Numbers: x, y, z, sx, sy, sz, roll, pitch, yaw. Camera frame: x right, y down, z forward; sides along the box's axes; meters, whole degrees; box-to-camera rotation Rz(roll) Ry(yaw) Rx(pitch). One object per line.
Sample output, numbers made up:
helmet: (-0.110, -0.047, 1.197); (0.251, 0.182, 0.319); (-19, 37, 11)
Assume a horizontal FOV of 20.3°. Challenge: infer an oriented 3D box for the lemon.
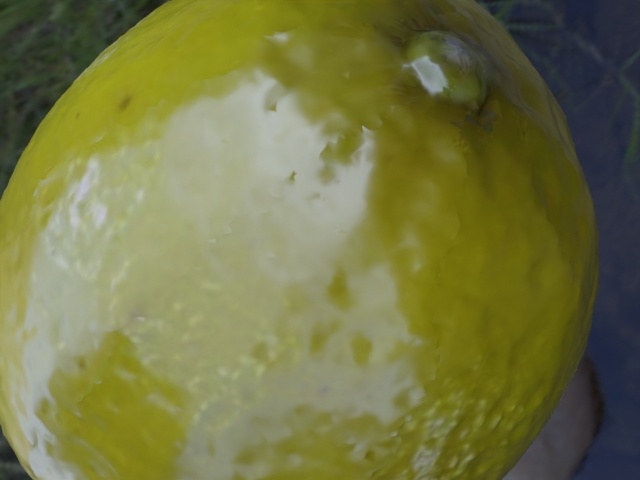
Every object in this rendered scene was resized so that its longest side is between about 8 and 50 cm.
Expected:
lemon: (0.000, 0.000, 1.009); (0.364, 0.364, 0.364); (16, 121, 28)
